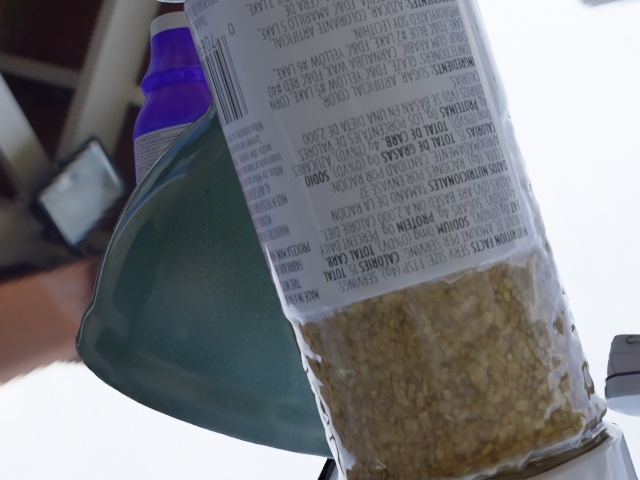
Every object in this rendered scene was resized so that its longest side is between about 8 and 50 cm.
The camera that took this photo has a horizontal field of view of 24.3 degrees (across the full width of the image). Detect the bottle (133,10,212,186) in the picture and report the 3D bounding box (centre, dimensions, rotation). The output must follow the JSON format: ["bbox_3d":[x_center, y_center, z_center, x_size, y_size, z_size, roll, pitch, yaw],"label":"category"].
[{"bbox_3d":[-0.138,-0.099,1.564,0.118,0.092,0.282,-11,-107,17],"label":"bottle"}]

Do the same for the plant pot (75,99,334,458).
[{"bbox_3d":[0.000,0.000,0.992,0.293,0.196,0.293,12,-168,-3],"label":"plant pot"}]

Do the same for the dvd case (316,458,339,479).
[{"bbox_3d":[0.043,0.303,1.407,0.022,0.180,0.253,-27,-169,21],"label":"dvd case"}]

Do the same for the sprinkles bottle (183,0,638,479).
[{"bbox_3d":[0.026,-0.028,0.612,0.121,0.355,0.121,-18,180,0],"label":"sprinkles bottle"}]

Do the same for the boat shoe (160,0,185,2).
[{"bbox_3d":[-0.137,-0.219,1.031,0.228,0.079,0.081,6,-136,27],"label":"boat shoe"}]

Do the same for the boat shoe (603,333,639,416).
[{"bbox_3d":[0.407,0.117,1.440,0.268,0.096,0.088,-9,-119,30],"label":"boat shoe"}]
